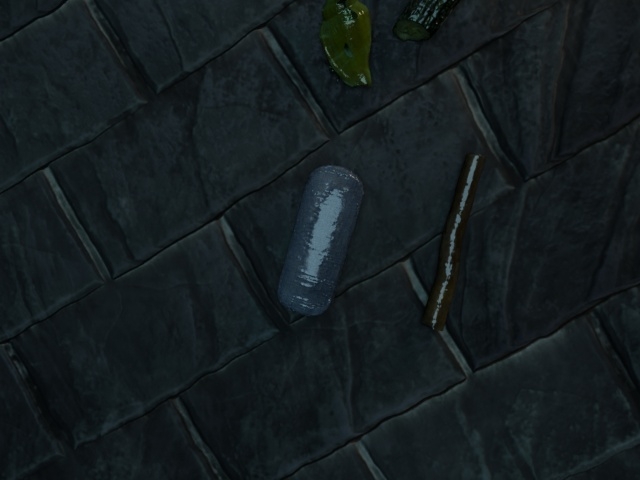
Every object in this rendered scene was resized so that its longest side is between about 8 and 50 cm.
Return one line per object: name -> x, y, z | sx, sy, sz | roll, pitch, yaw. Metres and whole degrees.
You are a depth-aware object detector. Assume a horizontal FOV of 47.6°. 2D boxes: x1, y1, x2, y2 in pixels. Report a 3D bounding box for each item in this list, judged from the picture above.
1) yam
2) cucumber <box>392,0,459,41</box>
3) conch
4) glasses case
yam -> 0.243, 0.002, 1.318 | 0.045, 0.045, 0.326 | 13, 94, -18
cucumber -> 0.231, -0.465, 1.284 | 0.077, 0.077, 0.265 | 37, 93, 2
conch -> 0.045, -0.376, 1.306 | 0.095, 0.079, 0.200 | 3, 102, 23
glasses case -> 0.000, 0.000, 1.328 | 0.109, 0.067, 0.282 | 15, 92, 1
